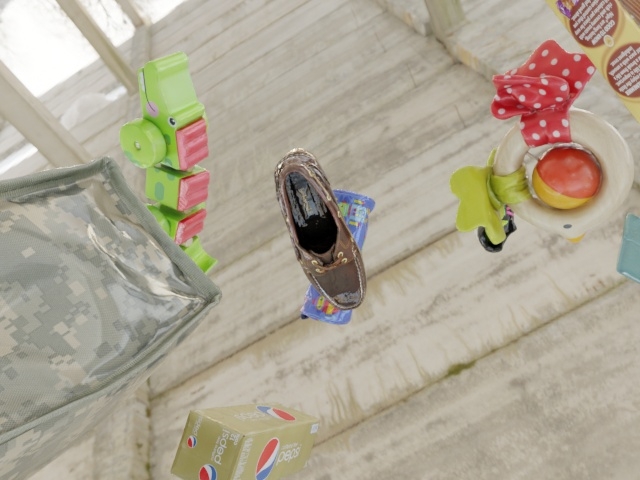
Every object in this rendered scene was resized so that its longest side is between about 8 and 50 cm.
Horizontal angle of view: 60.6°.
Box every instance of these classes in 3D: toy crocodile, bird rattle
[{"bbox_3d":[-0.204,-0.090,0.779,0.105,0.341,0.115,20,-147,20],"label":"toy crocodile"},{"bbox_3d":[0.290,-0.107,0.697,0.206,0.254,0.143,32,-144,13],"label":"bird rattle"}]

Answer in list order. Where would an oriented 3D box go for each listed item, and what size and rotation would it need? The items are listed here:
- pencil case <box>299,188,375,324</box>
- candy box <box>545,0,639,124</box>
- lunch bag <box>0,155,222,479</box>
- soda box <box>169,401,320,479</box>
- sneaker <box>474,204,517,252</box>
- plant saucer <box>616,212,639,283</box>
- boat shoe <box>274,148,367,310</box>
[{"bbox_3d":[0.039,0.041,1.237,0.119,0.133,0.306,12,-94,11],"label":"pencil case"},{"bbox_3d":[0.170,-0.156,0.278,0.109,0.053,0.187,-33,-97,0],"label":"candy box"},{"bbox_3d":[-0.242,0.093,0.327,0.235,0.169,0.287,-39,-178,28],"label":"lunch bag"},{"bbox_3d":[-0.065,0.200,0.541,0.061,0.181,0.058,15,-98,24],"label":"soda box"},{"bbox_3d":[0.294,-0.049,0.891,0.063,0.171,0.075,4,-143,-1],"label":"sneaker"},{"bbox_3d":[0.275,0.047,0.335,0.192,0.067,0.018,34,-102,34],"label":"plant saucer"},{"bbox_3d":[0.000,0.000,0.621,0.073,0.207,0.073,-23,-158,7],"label":"boat shoe"}]
